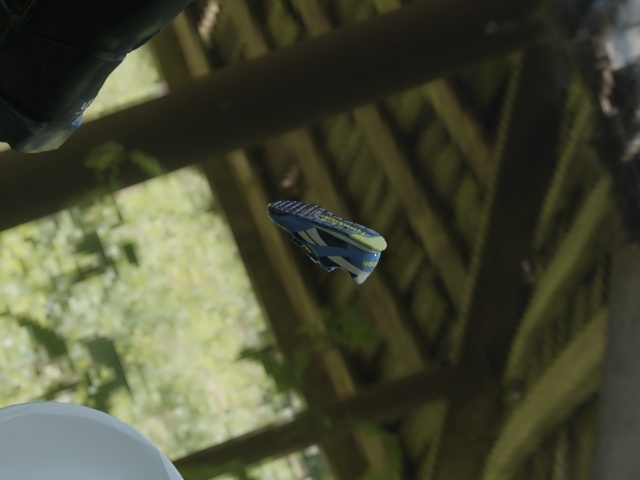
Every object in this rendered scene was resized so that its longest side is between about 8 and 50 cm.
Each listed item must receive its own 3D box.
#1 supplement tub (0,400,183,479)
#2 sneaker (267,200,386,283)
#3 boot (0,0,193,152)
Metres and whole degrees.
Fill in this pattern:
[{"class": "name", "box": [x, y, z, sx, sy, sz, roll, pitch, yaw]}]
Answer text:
[{"class": "supplement tub", "box": [-0.227, 0.259, 1.275, 0.331, 0.241, 0.241, -46, -117, 57]}, {"class": "sneaker", "box": [0.000, 0.000, 2.012, 0.144, 0.053, 0.059, 26, -64, 20]}, {"class": "boot", "box": [-0.229, -0.345, 1.602, 0.367, 0.445, 0.146, 45, 30, -3]}]
